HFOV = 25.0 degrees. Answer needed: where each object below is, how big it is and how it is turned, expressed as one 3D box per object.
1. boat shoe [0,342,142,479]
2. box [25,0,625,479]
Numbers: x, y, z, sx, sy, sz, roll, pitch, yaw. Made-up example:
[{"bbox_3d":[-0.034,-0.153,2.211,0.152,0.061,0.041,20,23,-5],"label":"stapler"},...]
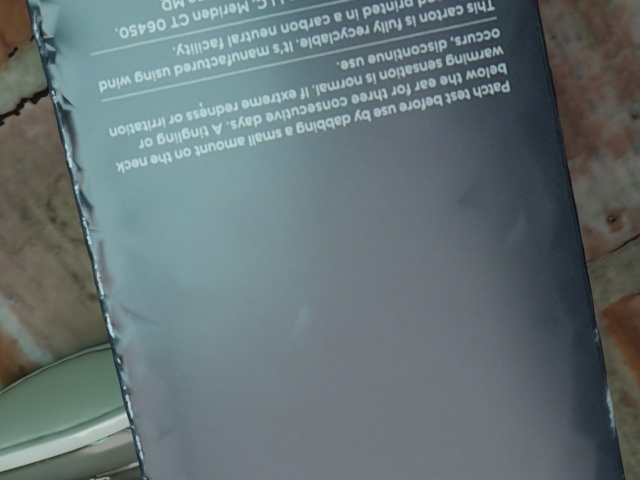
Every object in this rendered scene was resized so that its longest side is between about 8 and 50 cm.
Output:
[{"bbox_3d":[-0.094,0.108,0.906,0.305,0.109,0.091,-22,116,1],"label":"boat shoe"},{"bbox_3d":[0.000,0.000,0.668,0.179,0.343,0.313,-11,99,-2],"label":"box"}]
